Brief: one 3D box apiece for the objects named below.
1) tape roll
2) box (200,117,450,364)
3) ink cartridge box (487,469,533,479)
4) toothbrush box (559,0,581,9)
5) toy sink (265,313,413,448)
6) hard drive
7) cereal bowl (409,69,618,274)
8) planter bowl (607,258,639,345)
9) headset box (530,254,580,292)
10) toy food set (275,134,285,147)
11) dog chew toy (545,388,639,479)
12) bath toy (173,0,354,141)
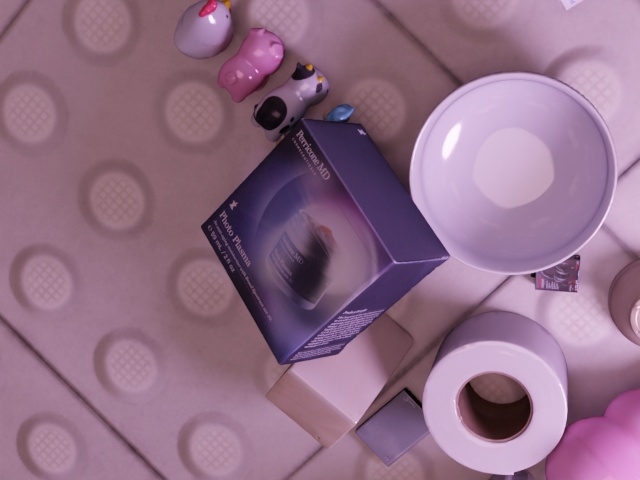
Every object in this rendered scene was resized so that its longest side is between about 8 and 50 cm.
[{"bbox_3d":[0.311,0.263,1.790,0.246,0.169,0.246,3,105,13],"label":"tape roll"},{"bbox_3d":[0.000,0.000,1.701,0.294,0.183,0.296,-44,67,29],"label":"box"},{"bbox_3d":[0.269,0.554,1.804,0.066,0.296,0.261,37,109,4],"label":"ink cartridge box"},{"bbox_3d":[0.443,-0.529,1.539,0.296,0.126,0.216,-30,64,18],"label":"toothbrush box"},{"bbox_3d":[0.036,0.236,1.859,0.153,0.234,0.131,39,139,2],"label":"toy sink"},{"bbox_3d":[0.146,0.355,1.932,0.094,0.022,0.135,46,109,0],"label":"hard drive"},{"bbox_3d":[0.323,-0.120,1.707,0.339,0.141,0.338,3,104,13],"label":"cereal bowl"},{"bbox_3d":[0.571,0.117,1.720,0.162,0.109,0.162,4,104,14],"label":"planter bowl"},{"bbox_3d":[0.412,0.056,1.785,0.083,0.032,0.062,4,105,12],"label":"headset box"},{"bbox_3d":[-0.043,-0.142,1.861,0.078,0.019,0.122,3,96,13],"label":"toy food set"},{"bbox_3d":[0.549,0.350,1.732,0.332,0.206,0.206,-38,92,-3],"label":"dog chew toy"},{"bbox_3d":[-0.102,-0.302,1.776,0.348,0.151,0.129,42,152,4],"label":"bath toy"}]
